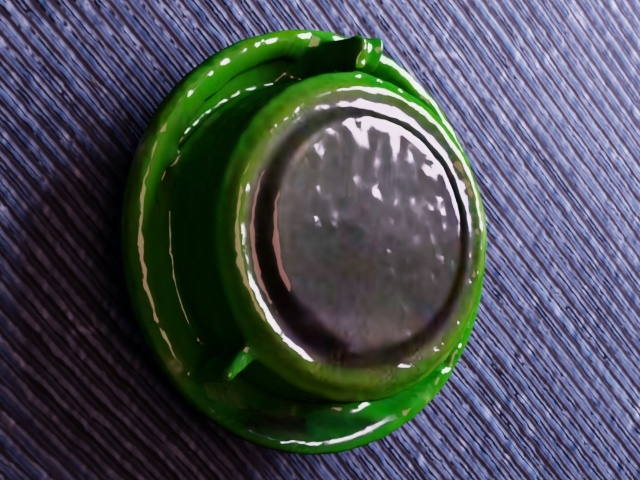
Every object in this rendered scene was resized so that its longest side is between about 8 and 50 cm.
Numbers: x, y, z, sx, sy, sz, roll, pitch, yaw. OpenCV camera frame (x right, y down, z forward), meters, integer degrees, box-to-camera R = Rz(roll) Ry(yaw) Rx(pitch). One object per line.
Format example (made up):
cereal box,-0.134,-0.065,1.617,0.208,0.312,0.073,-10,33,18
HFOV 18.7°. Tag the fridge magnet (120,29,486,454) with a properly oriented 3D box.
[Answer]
fridge magnet,0.000,0.000,0.942,0.208,0.088,0.208,3,85,-34
